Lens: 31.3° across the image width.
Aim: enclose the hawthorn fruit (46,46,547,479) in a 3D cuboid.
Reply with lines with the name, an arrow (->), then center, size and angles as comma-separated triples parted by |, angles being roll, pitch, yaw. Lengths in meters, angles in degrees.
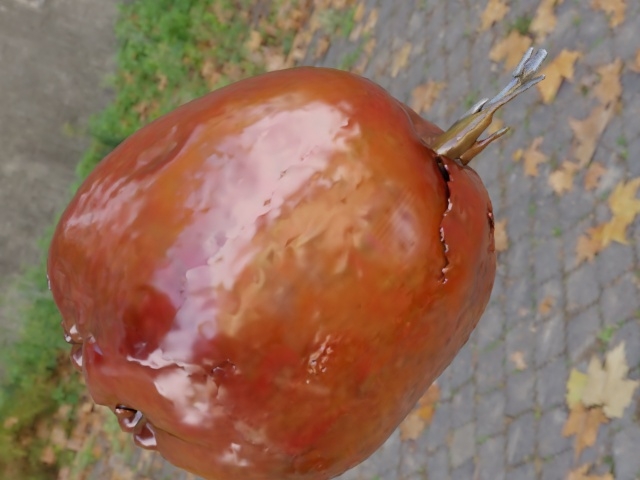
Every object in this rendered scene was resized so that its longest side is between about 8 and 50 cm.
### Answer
hawthorn fruit -> 0.000, 0.000, 0.597 | 0.299, 0.211, 0.211 | -39, 23, 3
